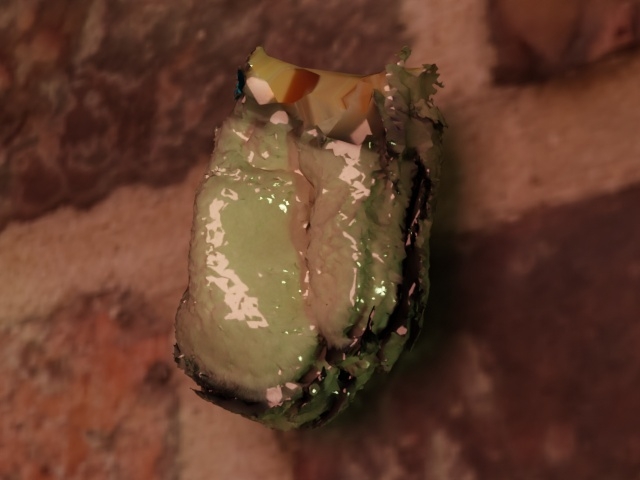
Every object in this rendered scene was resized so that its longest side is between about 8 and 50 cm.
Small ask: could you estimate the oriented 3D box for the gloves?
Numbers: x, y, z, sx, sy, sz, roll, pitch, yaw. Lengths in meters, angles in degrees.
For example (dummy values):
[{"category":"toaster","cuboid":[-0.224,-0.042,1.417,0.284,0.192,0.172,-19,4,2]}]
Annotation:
[{"category":"gloves","cuboid":[0.001,0.001,0.656,0.114,0.070,0.153,7,76,27]}]
